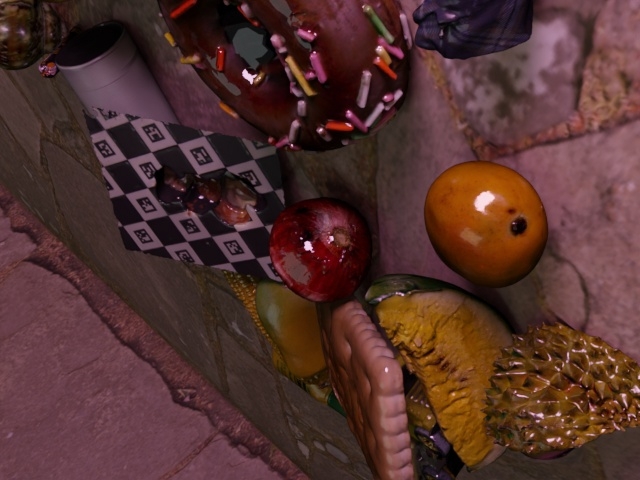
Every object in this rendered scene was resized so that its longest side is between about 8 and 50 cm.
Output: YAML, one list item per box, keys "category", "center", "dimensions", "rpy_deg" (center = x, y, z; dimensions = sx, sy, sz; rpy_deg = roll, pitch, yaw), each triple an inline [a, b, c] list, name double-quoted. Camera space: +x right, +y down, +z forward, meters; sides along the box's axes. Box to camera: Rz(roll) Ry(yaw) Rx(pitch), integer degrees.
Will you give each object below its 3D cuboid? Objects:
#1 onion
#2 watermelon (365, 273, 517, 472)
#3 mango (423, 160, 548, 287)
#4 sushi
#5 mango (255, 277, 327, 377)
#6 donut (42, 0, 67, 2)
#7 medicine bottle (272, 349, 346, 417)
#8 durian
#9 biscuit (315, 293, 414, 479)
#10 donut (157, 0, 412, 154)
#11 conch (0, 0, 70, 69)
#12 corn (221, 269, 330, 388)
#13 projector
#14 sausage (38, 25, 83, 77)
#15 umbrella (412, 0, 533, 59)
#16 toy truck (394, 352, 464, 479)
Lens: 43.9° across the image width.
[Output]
- category: "onion"
  center: [0.000, 0.012, 0.932]
  dimensions: [0.131, 0.131, 0.131]
  rpy_deg: [39, 159, 18]
- category: "watermelon"
  center: [0.146, 0.133, 0.886]
  dimensions: [0.123, 0.129, 0.301]
  rpy_deg: [13, 140, 50]
- category: "mango"
  center: [0.142, -0.008, 0.688]
  dimensions: [0.111, 0.089, 0.163]
  rpy_deg: [49, 173, 26]
- category: "sushi"
  center: [-0.168, -0.070, 1.099]
  dimensions: [0.290, 0.050, 0.264]
  rpy_deg: [12, 135, 19]
- category: "mango"
  center: [-0.025, 0.117, 1.212]
  dimensions: [0.191, 0.122, 0.085]
  rpy_deg: [62, -178, -26]
- category: "donut"
  center: [-0.274, -0.346, 0.783]
  dimensions: [0.208, 0.128, 0.261]
  rpy_deg: [53, 157, -18]
- category: "medicine bottle"
  center: [0.011, 0.283, 1.542]
  dimensions: [0.261, 0.064, 0.095]
  rpy_deg: [30, 155, 34]
- category: "durian"
  center: [0.218, 0.153, 0.771]
  dimensions: [0.187, 0.108, 0.119]
  rpy_deg: [-9, 110, 47]
- category: "biscuit"
  center: [0.045, 0.168, 0.978]
  dimensions: [0.325, 0.044, 0.217]
  rpy_deg: [-122, 20, -64]
- category: "donut"
  center: [-0.042, -0.183, 0.684]
  dimensions: [0.270, 0.103, 0.269]
  rpy_deg: [37, 157, 19]
- category: "conch"
  center: [-0.476, -0.349, 1.199]
  dimensions: [0.181, 0.124, 0.187]
  rpy_deg: [49, -175, -37]
- category: "corn"
  center: [-0.060, 0.112, 1.297]
  dimensions: [0.305, 0.106, 0.106]
  rpy_deg: [56, 158, -19]
- category: "projector"
  center: [-0.249, -0.148, 1.152]
  dimensions: [0.108, 0.108, 0.337]
  rpy_deg: [27, 153, 42]
- category: "sausage"
  center: [-0.363, -0.267, 1.119]
  dimensions: [0.198, 0.025, 0.028]
  rpy_deg: [-94, 7, -60]
- category: "umbrella"
  center: [0.091, -0.203, 0.442]
  dimensions: [0.224, 0.080, 0.071]
  rpy_deg: [87, 169, -57]
- category: "toy truck"
  center: [0.146, 0.250, 1.116]
  dimensions: [0.157, 0.124, 0.272]
  rpy_deg: [28, 154, 29]
